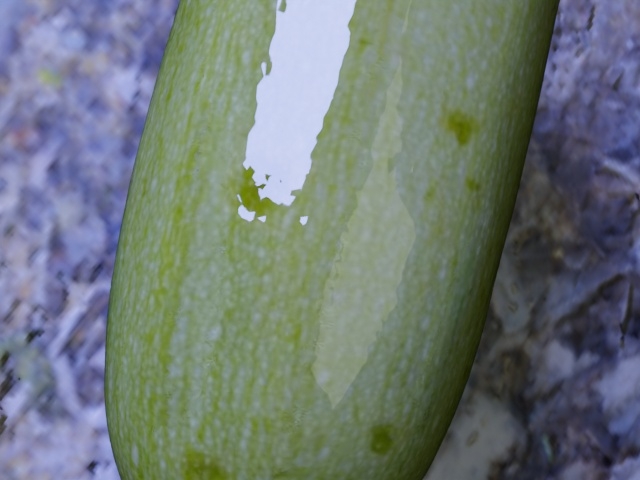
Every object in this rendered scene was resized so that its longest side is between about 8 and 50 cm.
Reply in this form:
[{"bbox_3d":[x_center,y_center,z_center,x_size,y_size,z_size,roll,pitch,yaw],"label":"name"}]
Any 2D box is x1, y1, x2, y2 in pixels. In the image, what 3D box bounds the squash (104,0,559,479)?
[{"bbox_3d":[0.000,0.000,0.448,0.132,0.132,0.247,17,80,-31],"label":"squash"}]
